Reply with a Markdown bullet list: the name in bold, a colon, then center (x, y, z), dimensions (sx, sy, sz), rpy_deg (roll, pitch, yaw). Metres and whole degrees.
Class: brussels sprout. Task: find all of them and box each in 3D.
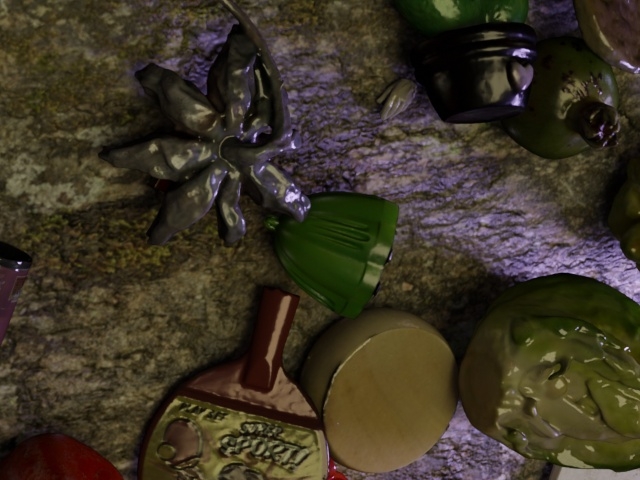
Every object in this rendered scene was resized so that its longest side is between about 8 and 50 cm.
- **brussels sprout**: center (0.375, 0.204, 2.073), dimensions (0.371, 0.315, 0.276), rpy_deg (11, 117, -27)

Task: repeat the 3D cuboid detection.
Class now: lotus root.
- **lotus root**: center (0.000, 0.000, 1.893), dimensions (0.186, 0.186, 0.186), rpy_deg (-9, 110, -26)

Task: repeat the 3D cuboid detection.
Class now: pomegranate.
- **pomegranate**: center (0.356, -0.189, 1.998), dimensions (0.179, 0.210, 0.179), rpy_deg (-11, 148, -7)

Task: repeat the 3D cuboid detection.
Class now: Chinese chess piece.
- **Chinese chess piece**: center (0.086, 0.221, 2.035), dimensions (0.251, 0.097, 0.251), rpy_deg (-9, 110, -26)

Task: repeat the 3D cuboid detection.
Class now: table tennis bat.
- **table tennis bat**: center (-0.107, 0.269, 1.927), dimensions (0.268, 0.051, 0.415), rpy_deg (16, 90, -6)

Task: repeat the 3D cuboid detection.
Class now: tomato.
- **tomato**: center (-0.348, 0.351, 1.807), dimensions (0.187, 0.151, 0.187), rpy_deg (-13, 116, -27)

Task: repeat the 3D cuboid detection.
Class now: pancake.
- **pancake**: center (0.442, -0.350, 2.008), dimensions (0.242, 0.050, 0.242), rpy_deg (21, 61, -43)

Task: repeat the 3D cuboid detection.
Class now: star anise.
- **star anise**: center (-0.141, -0.135, 1.748), dimensions (0.359, 0.139, 0.316), rpy_deg (36, 82, -20)

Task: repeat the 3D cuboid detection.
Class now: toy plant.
- **toy plant**: center (0.204, -0.286, 1.911), dimensions (0.218, 0.175, 0.235), rpy_deg (-2, 79, -35)

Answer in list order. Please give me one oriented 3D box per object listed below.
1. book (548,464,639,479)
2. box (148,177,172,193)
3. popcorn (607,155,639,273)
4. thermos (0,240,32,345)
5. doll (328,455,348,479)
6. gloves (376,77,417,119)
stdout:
- **book**: center (0.573, 0.370, 2.313), dimensions (0.352, 0.035, 0.239), rpy_deg (20, 88, -12)
- **box**: center (-0.161, -0.110, 1.837), dimensions (0.090, 0.023, 0.133), rpy_deg (31, 90, -34)
- **popcorn**: center (0.616, -0.046, 2.143), dimensions (0.312, 0.312, 0.312), rpy_deg (-9, 110, -26)
- **thermos**: center (-0.476, 0.155, 1.696), dimensions (0.136, 0.109, 0.330), rpy_deg (18, 97, -32)
- **doll**: center (0.014, 0.484, 2.030), dimensions (0.160, 0.182, 0.363), rpy_deg (-16, 110, -36)
- **gloves**: center (0.109, -0.206, 1.952), dimensions (0.044, 0.037, 0.081), rpy_deg (31, 96, 3)
